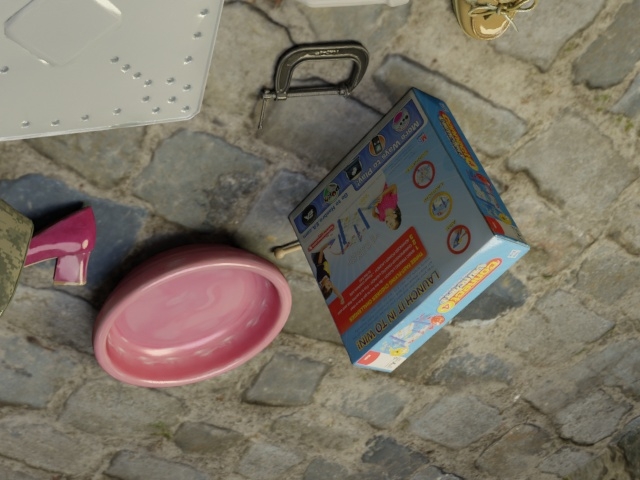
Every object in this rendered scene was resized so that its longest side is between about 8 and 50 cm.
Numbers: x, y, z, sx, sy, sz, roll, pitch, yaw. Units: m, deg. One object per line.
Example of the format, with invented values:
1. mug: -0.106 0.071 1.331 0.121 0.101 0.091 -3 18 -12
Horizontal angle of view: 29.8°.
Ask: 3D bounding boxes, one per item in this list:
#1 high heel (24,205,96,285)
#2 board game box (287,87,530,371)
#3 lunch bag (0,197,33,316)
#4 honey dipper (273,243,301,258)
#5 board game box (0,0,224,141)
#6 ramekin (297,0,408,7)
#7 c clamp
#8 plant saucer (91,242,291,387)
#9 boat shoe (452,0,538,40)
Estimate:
1. high heel: -0.445 -0.001 1.716 0.244 0.082 0.117 5 101 -14
2. board game box: 0.121 -0.014 1.808 0.086 0.301 0.308 16 129 -43
3. lunch bag: -0.560 0.021 1.510 0.305 0.212 0.256 -26 125 28
4. honey dipper: 0.000 0.000 1.995 0.161 0.030 0.030 -19 145 -3
5. board game box: -0.307 -0.270 1.415 0.390 0.050 0.390 -9 147 -22
6. ramekin: 0.011 -0.379 1.312 0.127 0.272 0.273 -11 145 3
7. c clamp: -0.009 -0.225 1.704 0.161 0.022 0.137 -10 138 -17
8. plant saucer: -0.215 0.114 1.969 0.332 0.084 0.332 -16 144 -12
9. boat shoe: 0.245 -0.366 1.602 0.105 0.089 0.285 -15 144 -14
